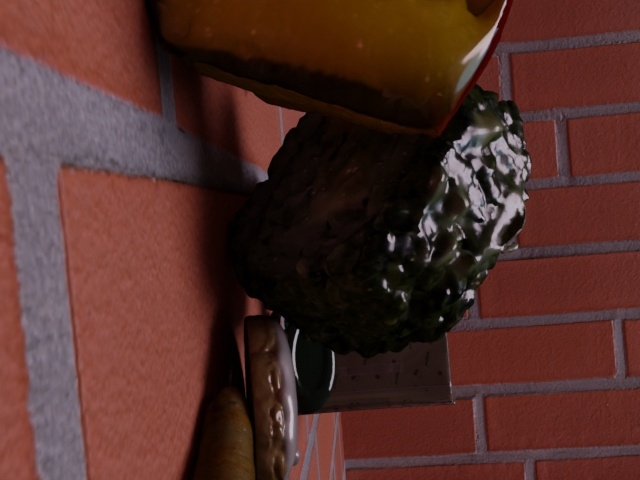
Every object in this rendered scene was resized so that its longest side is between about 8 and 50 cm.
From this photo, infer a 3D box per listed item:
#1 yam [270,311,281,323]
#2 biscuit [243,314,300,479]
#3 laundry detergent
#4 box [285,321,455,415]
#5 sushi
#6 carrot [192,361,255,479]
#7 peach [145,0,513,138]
[{"bbox_3d":[-0.068,0.147,0.856,0.234,0.027,0.029,-84,-172,-72],"label":"yam"},{"bbox_3d":[-0.051,0.170,0.643,0.208,0.049,0.181,97,-12,-53],"label":"biscuit"},{"bbox_3d":[-0.026,0.192,0.961,0.221,0.078,0.144,108,-21,-72],"label":"laundry detergent"},{"bbox_3d":[0.096,0.199,1.231,0.225,0.297,0.190,-74,160,-79],"label":"box"},{"bbox_3d":[0.071,-0.050,0.692,0.178,0.294,0.352,43,63,-31],"label":"sushi"},{"bbox_3d":[-0.073,0.198,0.473,0.298,0.078,0.078,-96,180,-60],"label":"carrot"},{"bbox_3d":[0.007,-0.260,0.532,0.242,0.306,0.380,-25,106,-79],"label":"peach"}]
